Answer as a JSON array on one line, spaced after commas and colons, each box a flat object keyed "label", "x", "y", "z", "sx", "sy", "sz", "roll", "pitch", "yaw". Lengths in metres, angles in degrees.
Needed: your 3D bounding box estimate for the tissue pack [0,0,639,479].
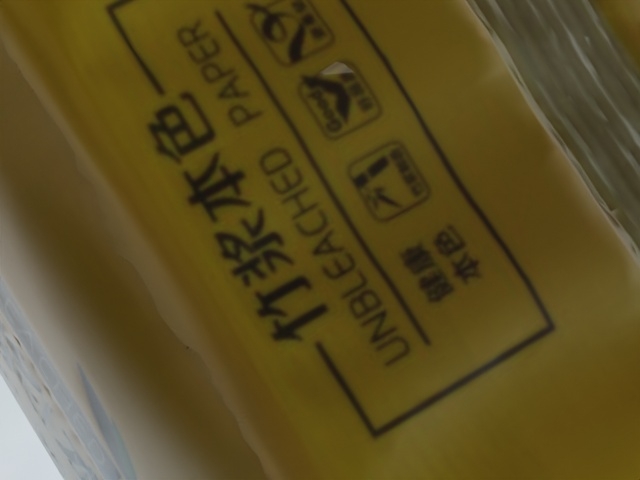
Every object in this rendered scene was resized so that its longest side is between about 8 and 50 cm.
[{"label": "tissue pack", "x": 0.000, "y": 0.000, "z": 0.703, "sx": 0.228, "sy": 0.382, "sz": 0.293, "roll": -29, "pitch": 172, "yaw": -18}]
